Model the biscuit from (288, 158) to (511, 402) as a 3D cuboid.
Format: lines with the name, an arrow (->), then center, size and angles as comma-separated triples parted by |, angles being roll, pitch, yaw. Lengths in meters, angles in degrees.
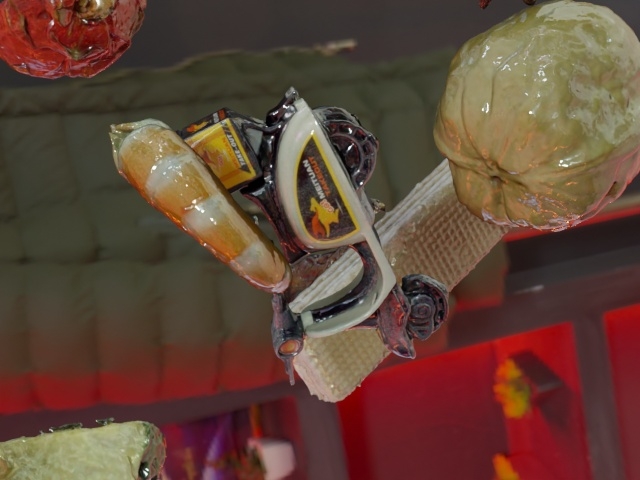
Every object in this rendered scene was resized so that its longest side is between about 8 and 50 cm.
biscuit -> 0.115, 0.030, 1.583 | 0.078, 0.426, 0.144 | 12, 139, 52

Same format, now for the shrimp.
shrimp -> -0.077, -0.023, 0.857 | 0.161, 0.049, 0.166 | 44, -177, 15

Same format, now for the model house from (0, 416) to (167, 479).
model house -> -0.294, 0.416, 1.467 | 0.321, 0.261, 0.266 | 106, 151, -45

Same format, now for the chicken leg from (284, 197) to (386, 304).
chicken leg -> 0.022, 0.033, 1.938 | 0.253, 0.051, 0.106 | -44, 47, 23

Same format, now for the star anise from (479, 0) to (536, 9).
star anise -> 0.214, -0.350, 1.428 | 0.234, 0.073, 0.177 | -40, 74, 31

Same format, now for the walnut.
walnut -> 0.287, -0.151, 1.482 | 0.253, 0.277, 0.282 | -13, 105, 57

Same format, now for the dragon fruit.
dragon fruit -> -0.216, -0.189, 1.022 | 0.106, 0.162, 0.083 | 155, 93, -80

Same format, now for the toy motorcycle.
toy motorcycle -> 0.000, 0.000, 0.962 | 0.263, 0.157, 0.091 | 63, 180, -18
